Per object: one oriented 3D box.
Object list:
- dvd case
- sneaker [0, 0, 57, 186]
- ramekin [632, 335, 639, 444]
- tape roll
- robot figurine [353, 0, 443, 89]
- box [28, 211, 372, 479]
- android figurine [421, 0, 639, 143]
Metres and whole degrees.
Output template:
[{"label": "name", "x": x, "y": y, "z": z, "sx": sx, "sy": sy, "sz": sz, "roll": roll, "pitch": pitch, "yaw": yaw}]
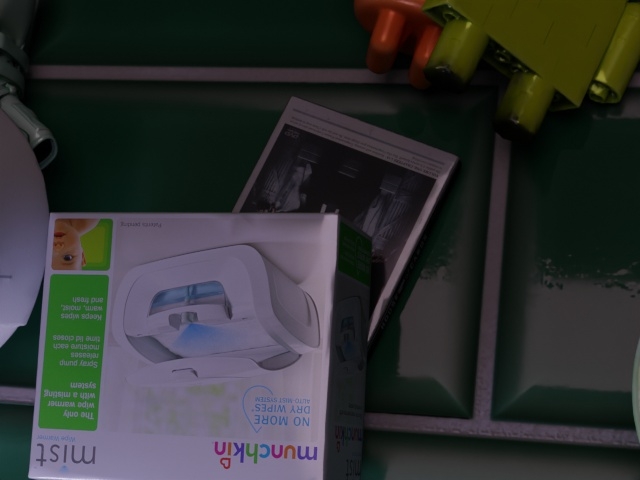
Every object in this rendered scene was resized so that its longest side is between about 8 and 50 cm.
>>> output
[{"label": "dvd case", "x": 0.000, "y": 0.000, "z": 1.267, "sx": 0.179, "sy": 0.029, "sz": 0.239, "roll": 22, "pitch": 76, "yaw": 20}, {"label": "sneaker", "x": -0.296, "y": -0.147, "z": 1.349, "sx": 0.151, "sy": 0.094, "sz": 0.256, "roll": 19, "pitch": 86, "yaw": 24}, {"label": "ramekin", "x": 0.395, "y": 0.134, "z": 1.066, "sx": 0.303, "sy": 0.148, "sz": 0.304, "roll": -4, "pitch": 70, "yaw": 11}, {"label": "tape roll", "x": -0.390, "y": -0.011, "z": 1.269, "sx": 0.286, "sy": 0.100, "sz": 0.286, "roll": -1, "pitch": 88, "yaw": 24}, {"label": "robot figurine", "x": 0.111, "y": -0.252, "z": 1.281, "sx": 0.158, "sy": 0.128, "sz": 0.219, "roll": 9, "pitch": 73, "yaw": 39}, {"label": "box", "x": -0.098, "y": 0.098, "z": 1.180, "sx": 0.261, "sy": 0.127, "sz": 0.231, "roll": 1, "pitch": 80, "yaw": 17}, {"label": "android figurine", "x": 0.196, "y": -0.231, "z": 1.226, "sx": 0.248, "sy": 0.056, "sz": 0.273, "roll": 35, "pitch": 74, "yaw": -24}]
